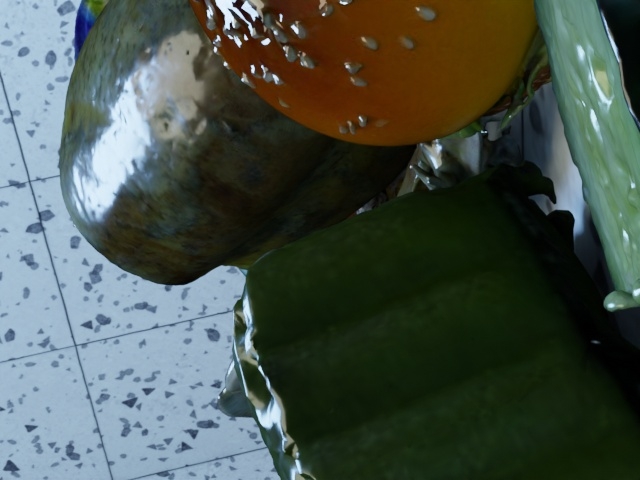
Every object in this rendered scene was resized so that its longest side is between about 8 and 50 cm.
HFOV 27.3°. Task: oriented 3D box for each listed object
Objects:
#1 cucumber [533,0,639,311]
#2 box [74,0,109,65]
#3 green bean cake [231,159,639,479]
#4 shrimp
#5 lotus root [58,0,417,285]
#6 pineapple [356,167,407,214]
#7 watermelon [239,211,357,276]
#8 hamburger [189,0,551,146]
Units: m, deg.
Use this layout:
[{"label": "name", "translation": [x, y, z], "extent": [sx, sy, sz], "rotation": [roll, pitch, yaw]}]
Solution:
[{"label": "cucumber", "translation": [0.132, -0.039, 0.394], "extent": [0.191, 0.130, 0.191], "rotation": [169, 90, -87]}, {"label": "box", "translation": [-0.086, -0.181, 1.277], "extent": [0.262, 0.291, 0.206], "rotation": [13, 158, 44]}, {"label": "green bean cake", "translation": [0.099, 0.161, 0.736], "extent": [0.335, 0.218, 0.319], "rotation": [78, 169, -63]}, {"label": "shrimp", "translation": [0.035, 0.020, 0.881], "extent": [0.085, 0.247, 0.360], "rotation": [48, 149, 17]}, {"label": "lotus root", "translation": [-0.044, -0.121, 0.950], "extent": [0.346, 0.250, 0.250], "rotation": [-36, 63, 51]}, {"label": "pineapple", "translation": [0.068, -0.052, 1.085], "extent": [0.225, 0.076, 0.224], "rotation": [170, 90, -82]}, {"label": "watermelon", "translation": [0.000, 0.000, 1.315], "extent": [0.256, 0.260, 0.176], "rotation": [177, 95, -66]}, {"label": "hamburger", "translation": [0.024, -0.155, 0.608], "extent": [0.246, 0.170, 0.246], "rotation": [41, 146, 35]}]
